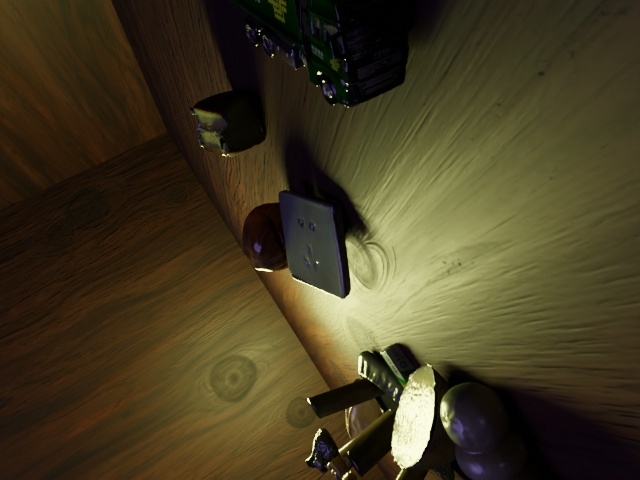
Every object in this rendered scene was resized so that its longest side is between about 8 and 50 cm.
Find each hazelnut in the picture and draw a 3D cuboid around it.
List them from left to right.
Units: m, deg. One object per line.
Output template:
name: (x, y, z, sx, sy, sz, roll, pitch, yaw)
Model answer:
hazelnut: (-0.115, -0.013, 1.002, 0.182, 0.182, 0.182, 52, 164, 22)

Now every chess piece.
chess piece: (0.257, 0.328, 0.600, 0.243, 0.133, 0.133, 63, 165, 0)

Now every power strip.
power strip: (0.000, 0.000, 0.850, 0.198, 0.064, 0.213, 19, 125, 46)

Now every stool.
stool: (0.151, 0.495, 1.052, 0.310, 0.226, 0.310, 28, 144, 62)

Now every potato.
potato: (0.213, 0.330, 0.728, 0.117, 0.182, 0.202, 23, 151, 2)

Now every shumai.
shumai: (-0.002, 0.496, 0.962, 0.082, 0.080, 0.083, 66, 164, -18)

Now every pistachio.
pistachio: (0.146, 0.557, 1.328, 0.157, 0.157, 0.230, 32, 137, 59)

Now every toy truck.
toy truck: (-0.017, -0.244, 0.420, 0.259, 0.088, 0.121, 49, 162, 35)

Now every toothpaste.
toothpaste: (0.200, 0.311, 0.894, 0.178, 0.037, 0.043, 56, 166, 11)

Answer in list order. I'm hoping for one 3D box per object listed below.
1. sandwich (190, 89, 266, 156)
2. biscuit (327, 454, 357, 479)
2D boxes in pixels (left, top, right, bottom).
sandwich: (-0.197, -0.254, 0.902, 0.235, 0.128, 0.122, 34, 148, 55)
biscuit: (0.096, 0.630, 0.979, 0.301, 0.049, 0.197, 43, 155, 46)
